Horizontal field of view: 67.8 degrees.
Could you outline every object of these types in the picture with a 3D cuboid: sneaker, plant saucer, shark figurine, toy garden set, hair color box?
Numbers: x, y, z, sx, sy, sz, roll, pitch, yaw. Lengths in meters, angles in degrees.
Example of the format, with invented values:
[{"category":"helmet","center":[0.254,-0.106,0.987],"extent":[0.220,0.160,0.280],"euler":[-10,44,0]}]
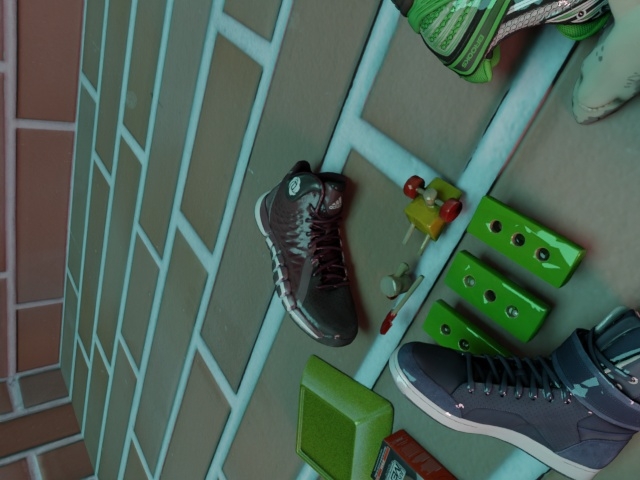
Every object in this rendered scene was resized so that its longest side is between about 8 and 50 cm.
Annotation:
[{"category":"sneaker","center":[0.190,0.110,0.419],"extent":[0.227,0.086,0.163],"euler":[23,124,-4]},{"category":"plant saucer","center":[0.021,0.303,0.744],"extent":[0.189,0.045,0.188],"euler":[19,109,47]},{"category":"shark figurine","center":[0.303,-0.149,0.304],"extent":[0.278,0.116,0.166],"euler":[31,151,55]},{"category":"toy garden set","center":[0.155,0.058,0.550],"extent":[0.204,0.049,0.244],"euler":[40,125,37]},{"category":"sneaker","center":[0.000,0.000,0.682],"extent":[0.162,0.107,0.281],"euler":[-50,58,38]},{"category":"hair color box","center":[0.134,0.323,0.614],"extent":[0.141,0.043,0.071],"euler":[32,118,42]},{"category":"sneaker","center":[0.229,-0.261,0.379],"extent":[0.344,0.134,0.146],"euler":[-26,111,42]}]
